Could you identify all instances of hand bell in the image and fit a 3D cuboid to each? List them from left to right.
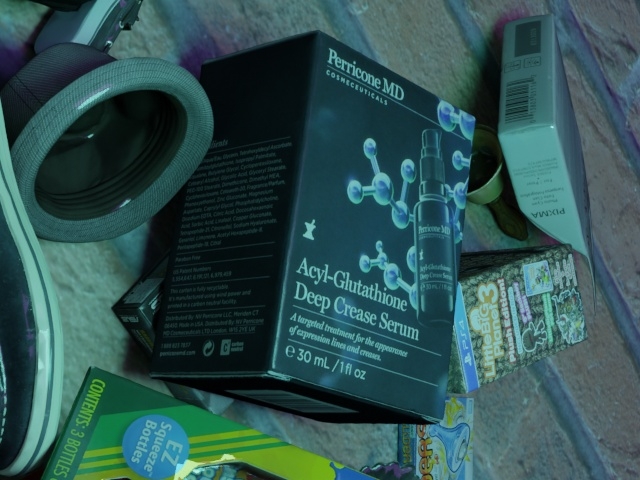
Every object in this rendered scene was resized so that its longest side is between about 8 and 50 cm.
[{"bbox_3d":[0.271,-0.065,1.954,0.242,0.126,0.126,43,57,-48],"label":"hand bell"}]

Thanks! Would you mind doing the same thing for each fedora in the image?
[{"bbox_3d":[-0.254,-0.122,1.367,0.243,0.124,0.275,-50,157,13],"label":"fedora"}]

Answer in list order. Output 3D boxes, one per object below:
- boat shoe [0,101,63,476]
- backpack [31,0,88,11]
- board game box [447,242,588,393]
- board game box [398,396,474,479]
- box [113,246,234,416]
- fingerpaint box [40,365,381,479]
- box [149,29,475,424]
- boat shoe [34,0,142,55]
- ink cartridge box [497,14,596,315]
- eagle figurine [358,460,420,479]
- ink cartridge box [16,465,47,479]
[{"bbox_3d":[-0.374,-0.010,1.221,0.156,0.187,0.500,-12,86,-39],"label":"boat shoe"},{"bbox_3d":[-0.316,-0.385,1.302,0.276,0.213,0.263,6,86,-55],"label":"backpack"},{"bbox_3d":[0.186,0.107,1.742,0.291,0.232,0.141,-15,96,-45],"label":"board game box"},{"bbox_3d":[0.168,0.329,1.842,0.136,0.035,0.201,7,81,-45],"label":"board game box"},{"bbox_3d":[-0.125,0.078,1.556,0.231,0.056,0.183,-49,119,-36],"label":"box"},{"bbox_3d":[-0.139,0.399,1.203,0.371,0.163,0.444,23,64,-6],"label":"fingerpaint box"},{"bbox_3d":[0.000,0.000,1.500,0.294,0.212,0.395,21,70,-42],"label":"box"},{"bbox_3d":[-0.245,-0.267,1.459,0.228,0.080,0.076,-65,145,-31],"label":"boat shoe"},{"bbox_3d":[0.363,-0.114,1.991,0.308,0.091,0.385,-79,155,-49],"label":"ink cartridge box"},{"bbox_3d":[0.040,0.449,1.579,0.225,0.226,0.298,27,55,-23],"label":"eagle figurine"},{"bbox_3d":[-0.343,0.350,1.244,0.232,0.066,0.189,-17,122,-49],"label":"ink cartridge box"}]
